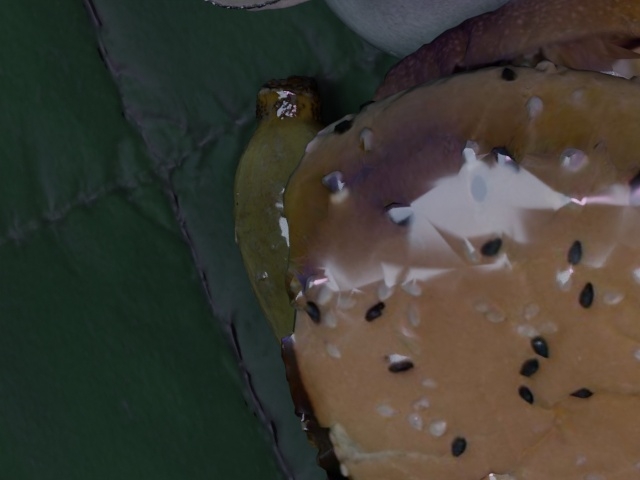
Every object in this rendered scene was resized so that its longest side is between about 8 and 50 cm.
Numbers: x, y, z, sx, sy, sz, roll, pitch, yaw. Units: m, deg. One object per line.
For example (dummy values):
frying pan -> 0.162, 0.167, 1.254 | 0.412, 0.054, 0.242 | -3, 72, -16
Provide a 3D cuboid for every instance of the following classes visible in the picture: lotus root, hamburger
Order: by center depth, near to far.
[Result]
hamburger -> 0.150, 0.045, 0.831 | 0.276, 0.195, 0.318 | -15, 113, 24
lotus root -> -0.001, 0.000, 1.016 | 0.090, 0.077, 0.183 | -18, 90, 32

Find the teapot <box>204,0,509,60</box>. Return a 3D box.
teapot -> 0.030, -0.162, 0.866 | 0.183, 0.251, 0.184 | 6, 103, 30
